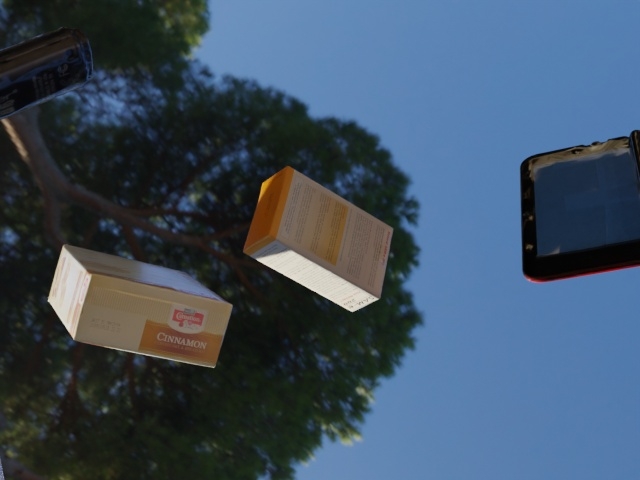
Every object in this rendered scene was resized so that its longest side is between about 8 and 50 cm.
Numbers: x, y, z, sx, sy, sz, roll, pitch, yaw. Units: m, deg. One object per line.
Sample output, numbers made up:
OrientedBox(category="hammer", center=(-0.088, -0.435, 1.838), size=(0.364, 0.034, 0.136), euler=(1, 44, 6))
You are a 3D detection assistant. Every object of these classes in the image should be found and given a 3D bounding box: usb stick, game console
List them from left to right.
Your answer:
OrientedBox(category="usb stick", center=(-0.334, -0.118, 0.927), size=(0.278, 0.077, 0.045), euler=(-27, -111, -21))
OrientedBox(category="game console", center=(0.183, -0.052, 0.649), size=(0.085, 0.124, 0.144), euler=(14, -143, -1))

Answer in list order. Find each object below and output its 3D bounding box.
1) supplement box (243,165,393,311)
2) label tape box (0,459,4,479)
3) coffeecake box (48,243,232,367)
OrientedBox(category="supplement box", center=(0.000, 0.000, 0.744), size=(0.036, 0.098, 0.062), euler=(-31, -143, 48))
OrientedBox(category="label tape box", center=(-0.371, 0.236, 0.796), size=(0.249, 0.115, 0.347), euler=(-30, -130, 5))
OrientedBox(category="coffeecake box", center=(-0.188, 0.063, 1.069), size=(0.185, 0.142, 0.068), euler=(21, -84, 67))
